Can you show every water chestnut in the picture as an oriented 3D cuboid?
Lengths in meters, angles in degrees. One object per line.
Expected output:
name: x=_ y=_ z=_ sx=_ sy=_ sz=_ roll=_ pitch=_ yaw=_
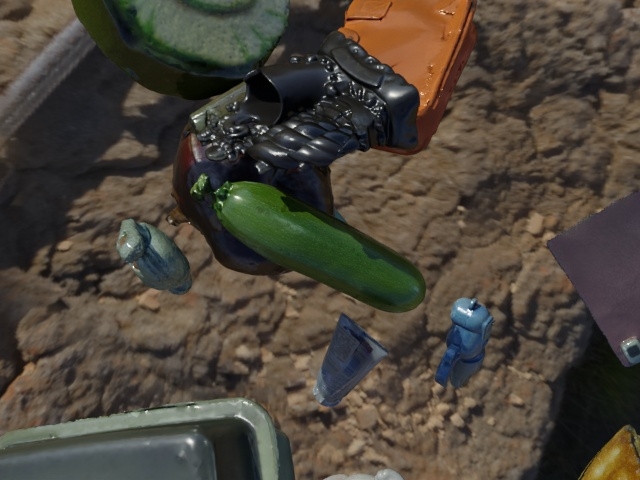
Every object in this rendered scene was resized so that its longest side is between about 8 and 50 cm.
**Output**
water chestnut: x=-0.140 y=-0.087 z=1.576 sx=0.346 sy=0.335 sz=0.335 roll=-22 pitch=97 yaw=17

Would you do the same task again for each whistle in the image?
whistle: x=0.311 y=0.219 z=1.895 sx=0.093 sy=0.180 sz=0.269 roll=28 pitch=138 yaw=23

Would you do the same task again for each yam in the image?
yam: x=-0.137 y=-0.197 z=1.343 sx=0.132 sy=0.054 sz=0.054 roll=-33 pitch=97 yaw=-4

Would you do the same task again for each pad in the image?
pad: x=0.245 y=-0.005 z=0.539 sx=0.187 sy=0.006 sz=0.113 roll=-32 pitch=110 yaw=13

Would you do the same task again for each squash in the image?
squash: x=-0.008 y=0.005 z=1.261 sx=0.378 sy=0.101 sz=0.101 roll=28 pitch=93 yaw=-14

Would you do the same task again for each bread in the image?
bread: x=-0.229 y=-0.427 z=1.460 sx=0.366 sy=0.129 sz=0.382 roll=-11 pitch=86 yaw=-38

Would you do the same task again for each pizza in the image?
pizza: x=0.337 y=0.291 z=0.966 sx=0.036 sy=0.176 sz=0.185 roll=33 pitch=72 yaw=-19

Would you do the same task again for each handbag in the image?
handbag: x=0.150 y=-0.384 z=1.904 sx=0.303 sy=0.116 sz=0.410 roll=14 pitch=59 yaw=21

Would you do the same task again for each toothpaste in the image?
toothpaste: x=0.049 y=0.237 z=1.711 sx=0.114 sy=0.299 sz=0.073 roll=41 pitch=57 yaw=12

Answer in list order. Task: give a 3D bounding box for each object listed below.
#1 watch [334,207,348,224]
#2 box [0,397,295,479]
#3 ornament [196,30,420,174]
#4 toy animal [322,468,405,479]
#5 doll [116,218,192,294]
watch: x=0.000 y=0.000 z=1.938 sx=0.068 sy=0.237 sz=0.195 roll=-37 pitch=123 yaw=-28
box: x=-0.158 y=0.256 z=0.743 sx=0.290 sy=0.166 sz=0.221 roll=-12 pitch=72 yaw=18
ornament: x=-0.028 y=-0.165 z=1.217 sx=0.260 sy=0.251 sz=0.106 roll=-29 pitch=136 yaw=-20
toy animal: x=0.080 y=0.450 z=1.330 sx=0.154 sy=0.325 sz=0.209 roll=4 pitch=75 yaw=-21
doll: x=-0.233 y=0.023 z=1.258 sx=0.071 sy=0.214 sz=0.104 roll=-35 pitch=72 yaw=2
